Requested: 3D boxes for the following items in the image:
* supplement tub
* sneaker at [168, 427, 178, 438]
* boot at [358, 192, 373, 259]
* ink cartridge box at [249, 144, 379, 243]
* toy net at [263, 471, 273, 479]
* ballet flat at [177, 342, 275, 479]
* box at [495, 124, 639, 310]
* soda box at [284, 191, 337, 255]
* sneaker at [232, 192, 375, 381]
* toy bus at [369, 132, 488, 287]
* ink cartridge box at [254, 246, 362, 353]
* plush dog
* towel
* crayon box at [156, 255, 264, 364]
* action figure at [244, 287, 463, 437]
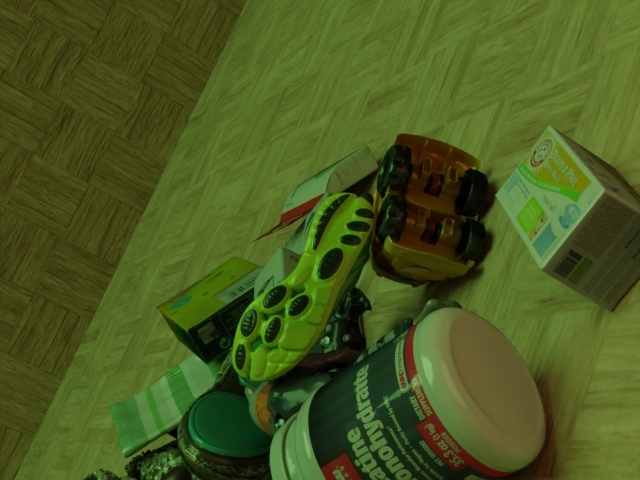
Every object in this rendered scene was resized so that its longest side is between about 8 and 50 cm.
[{"bbox_3d":[0.094,0.215,1.262,0.272,0.191,0.191,-38,28,30],"label":"supplement tub"},{"bbox_3d":[-0.255,0.309,2.169,0.136,0.116,0.314,-64,19,-14],"label":"sneaker"},{"bbox_3d":[0.072,-0.018,1.932,0.114,0.037,0.106,-110,39,-70],"label":"boot"},{"bbox_3d":[-0.022,-0.083,2.083,0.225,0.056,0.181,-32,4,-30],"label":"ink cartridge box"},{"bbox_3d":[-0.036,0.364,1.657,0.232,0.045,0.122,-35,35,54],"label":"toy net"},{"bbox_3d":[-0.120,0.284,1.755,0.483,0.164,0.182,-65,-4,-69],"label":"ballet flat"},{"bbox_3d":[0.294,-0.031,1.292,0.114,0.103,0.203,-54,20,17],"label":"box"},{"bbox_3d":[0.000,0.000,1.971,0.216,0.069,0.074,132,150,-56],"label":"soda box"},{"bbox_3d":[-0.008,0.076,1.556,0.295,0.109,0.123,-55,-23,-15],"label":"sneaker"},{"bbox_3d":[0.131,-0.009,1.639,0.211,0.149,0.220,120,163,-46],"label":"toy bus"},{"bbox_3d":[-0.020,0.125,1.779,0.093,0.154,0.212,-52,22,27],"label":"ink cartridge box"},{"bbox_3d":[-0.256,0.433,1.965,0.262,0.210,0.225,-14,27,27],"label":"plush dog"},{"bbox_3d":[-0.234,0.261,2.077,0.325,0.038,0.248,-32,16,-9],"label":"towel"},{"bbox_3d":[-0.189,0.126,2.191,0.202,0.081,0.318,-33,15,-12],"label":"crayon box"},{"bbox_3d":[0.034,0.167,1.528,0.330,0.178,0.341,-25,49,30],"label":"action figure"}]
